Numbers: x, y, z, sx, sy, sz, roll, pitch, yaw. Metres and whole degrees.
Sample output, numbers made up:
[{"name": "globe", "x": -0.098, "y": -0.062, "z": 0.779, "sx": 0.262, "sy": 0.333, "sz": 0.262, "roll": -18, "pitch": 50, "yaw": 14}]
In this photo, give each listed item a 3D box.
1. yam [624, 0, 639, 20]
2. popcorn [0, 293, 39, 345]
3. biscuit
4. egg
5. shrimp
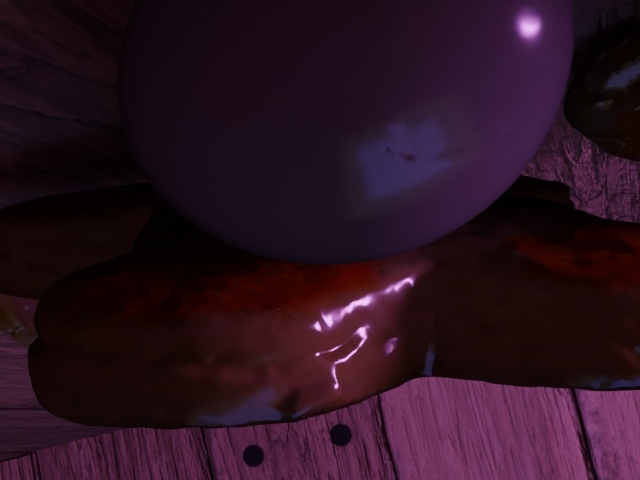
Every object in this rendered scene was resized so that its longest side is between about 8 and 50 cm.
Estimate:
[{"name": "yam", "x": 0.273, "y": -0.168, "z": 0.423, "sx": 0.083, "sy": 0.083, "sz": 0.371, "roll": -1, "pitch": 162, "yaw": -46}, {"name": "popcorn", "x": -0.178, "y": 0.019, "z": 0.827, "sx": 0.097, "sy": 0.089, "sz": 0.109, "roll": 37, "pitch": 130, "yaw": -28}, {"name": "biscuit", "x": 0.000, "y": 0.000, "z": 0.641, "sx": 0.368, "sy": 0.076, "sz": 0.394, "roll": -3, "pitch": -169, "yaw": -9}, {"name": "egg", "x": 0.002, "y": -0.064, "z": 0.448, "sx": 0.146, "sy": 0.146, "sz": 0.199, "roll": -3, "pitch": 173, "yaw": -42}, {"name": "shrimp", "x": 0.262, "y": -0.095, "z": 0.819, "sx": 0.154, "sy": 0.062, "sz": 0.294, "roll": -24, "pitch": 164, "yaw": 23}]
